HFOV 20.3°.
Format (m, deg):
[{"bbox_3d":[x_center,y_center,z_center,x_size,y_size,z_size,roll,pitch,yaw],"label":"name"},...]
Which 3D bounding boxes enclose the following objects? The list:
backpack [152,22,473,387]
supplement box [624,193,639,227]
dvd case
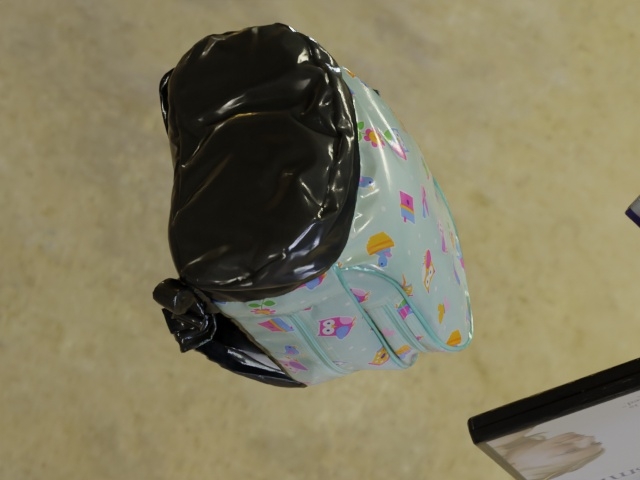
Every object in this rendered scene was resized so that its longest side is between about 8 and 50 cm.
[{"bbox_3d":[0.000,0.000,0.840,0.115,0.182,0.152,-6,60,20],"label":"backpack"},{"bbox_3d":[0.333,-0.047,1.362,0.111,0.114,0.220,44,27,6],"label":"supplement box"},{"bbox_3d":[0.215,0.129,1.227,0.253,0.180,0.022,44,27,-64],"label":"dvd case"}]
